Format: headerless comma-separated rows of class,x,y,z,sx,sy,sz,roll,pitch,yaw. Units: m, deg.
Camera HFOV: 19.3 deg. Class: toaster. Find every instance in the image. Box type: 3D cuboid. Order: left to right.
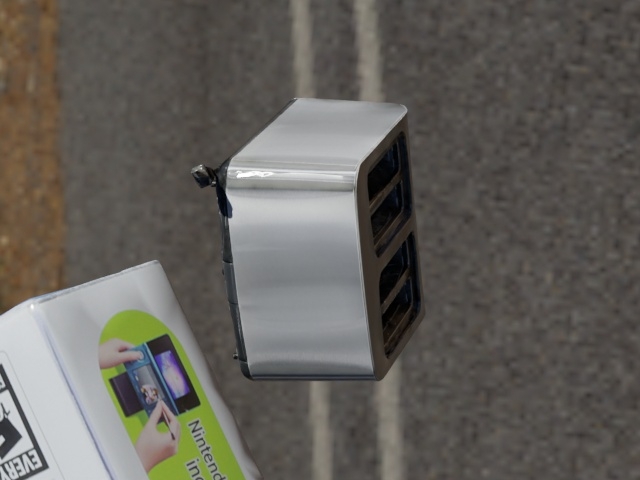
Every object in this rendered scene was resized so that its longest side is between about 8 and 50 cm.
toaster,0.000,0.000,1.314,0.185,0.110,0.168,-48,-45,-62

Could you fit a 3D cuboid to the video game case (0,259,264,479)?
video game case,-0.102,0.169,0.560,0.269,0.061,0.244,-28,85,35
